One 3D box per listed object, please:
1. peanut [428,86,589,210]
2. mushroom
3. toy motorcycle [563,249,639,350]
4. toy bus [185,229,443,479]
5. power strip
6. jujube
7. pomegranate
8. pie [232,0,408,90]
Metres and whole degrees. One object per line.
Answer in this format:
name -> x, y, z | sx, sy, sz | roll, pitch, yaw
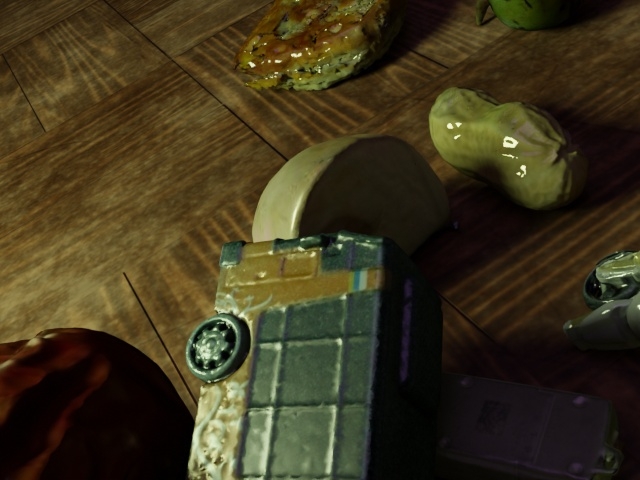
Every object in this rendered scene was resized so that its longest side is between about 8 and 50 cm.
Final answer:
peanut -> 0.186, -0.101, 0.837 | 0.090, 0.098, 0.214 | -43, 38, -7
mushroom -> -0.014, -0.023, 0.794 | 0.236, 0.173, 0.162 | -44, 39, -22
toy motorcycle -> 0.291, 0.039, 0.606 | 0.228, 0.074, 0.151 | -19, 31, 42
toy bus -> -0.004, 0.136, 0.567 | 0.167, 0.138, 0.275 | -8, 59, 25
power strip -> 0.100, 0.145, 0.632 | 0.272, 0.052, 0.078 | 4, 46, 33
jujube -> -0.230, 0.224, 0.556 | 0.276, 0.276, 0.377 | -11, 22, 17
pomegranate -> 0.273, -0.340, 1.053 | 0.148, 0.148, 0.169 | -31, 12, -8
pie -> 0.004, -0.322, 1.204 | 0.308, 0.085, 0.308 | -17, 42, 16
